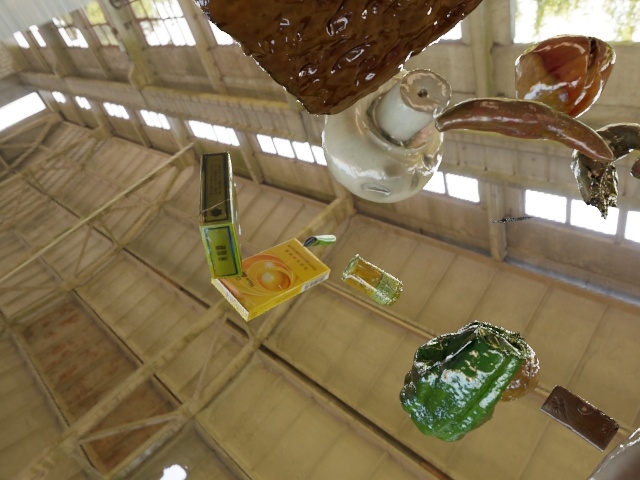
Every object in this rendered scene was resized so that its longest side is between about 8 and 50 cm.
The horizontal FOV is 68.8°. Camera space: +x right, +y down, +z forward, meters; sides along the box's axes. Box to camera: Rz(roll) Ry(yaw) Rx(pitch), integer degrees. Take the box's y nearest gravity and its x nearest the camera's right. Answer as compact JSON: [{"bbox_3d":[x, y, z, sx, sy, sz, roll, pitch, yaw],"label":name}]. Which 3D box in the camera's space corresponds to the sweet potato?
[{"bbox_3d":[0.294,-0.170,0.674,0.255,0.058,0.078,12,-122,1],"label":"sweet potato"}]

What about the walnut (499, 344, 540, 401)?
[{"bbox_3d":[0.486,0.348,1.252,0.167,0.207,0.167,11,-120,-19],"label":"walnut"}]

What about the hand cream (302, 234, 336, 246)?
[{"bbox_3d":[0.000,0.000,1.022,0.036,0.122,0.023,-38,-104,22],"label":"hand cream"}]

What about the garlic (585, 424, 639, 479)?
[{"bbox_3d":[0.452,0.303,0.510,0.325,0.279,0.132,-34,-163,11],"label":"garlic"}]

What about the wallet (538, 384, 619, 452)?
[{"bbox_3d":[0.706,0.481,1.277,0.176,0.026,0.095,34,-89,33],"label":"wallet"}]

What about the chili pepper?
[{"bbox_3d":[0.284,0.283,0.991,0.167,0.385,0.213,15,-135,-7],"label":"chili pepper"}]

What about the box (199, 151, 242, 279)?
[{"bbox_3d":[-0.193,-0.052,0.908,0.064,0.141,0.220,-8,-134,-8],"label":"box"}]

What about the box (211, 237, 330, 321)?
[{"bbox_3d":[-0.121,0.089,1.185,0.269,0.043,0.152,-25,-128,-39],"label":"box"}]

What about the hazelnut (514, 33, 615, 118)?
[{"bbox_3d":[0.485,-0.321,0.935,0.182,0.182,0.182,-13,-143,10],"label":"hazelnut"}]

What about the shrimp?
[{"bbox_3d":[0.537,-0.129,0.836,0.145,0.059,0.254,-23,-150,31],"label":"shrimp"}]

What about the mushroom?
[{"bbox_3d":[0.149,-0.285,1.168,0.325,0.353,0.353,30,-124,21],"label":"mushroom"}]

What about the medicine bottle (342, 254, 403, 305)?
[{"bbox_3d":[0.210,0.164,1.844,0.238,0.124,0.124,31,-132,-4],"label":"medicine bottle"}]

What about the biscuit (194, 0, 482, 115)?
[{"bbox_3d":[0.028,-0.330,0.495,0.342,0.395,0.166,-33,-114,18],"label":"biscuit"}]

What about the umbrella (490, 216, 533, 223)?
[{"bbox_3d":[0.638,-0.068,1.559,0.022,0.022,0.148,-30,-160,-38],"label":"umbrella"}]
